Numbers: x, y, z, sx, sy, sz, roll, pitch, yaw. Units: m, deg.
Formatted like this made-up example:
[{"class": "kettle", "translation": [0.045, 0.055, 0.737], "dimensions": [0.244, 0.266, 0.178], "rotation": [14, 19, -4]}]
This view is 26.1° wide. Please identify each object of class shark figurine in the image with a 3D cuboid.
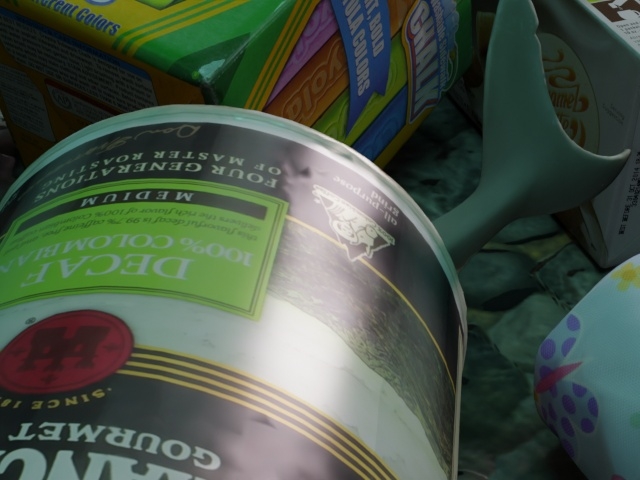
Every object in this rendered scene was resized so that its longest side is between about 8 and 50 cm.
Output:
[{"class": "shark figurine", "translation": [-0.001, 0.004, 0.605], "dimensions": [0.116, 0.278, 0.166], "rotation": [47, 62, -4]}]

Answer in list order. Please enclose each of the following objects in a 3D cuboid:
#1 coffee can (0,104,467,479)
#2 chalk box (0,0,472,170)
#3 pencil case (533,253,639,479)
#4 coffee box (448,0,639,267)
[{"class": "coffee can", "translation": [-0.056, 0.106, 0.443], "dimensions": [0.202, 0.201, 0.275], "rotation": [6, 32, 4]}, {"class": "chalk box", "translation": [-0.029, -0.145, 0.779], "dimensions": [0.180, 0.179, 0.289], "rotation": [24, 58, 26]}, {"class": "pencil case", "translation": [0.208, 0.115, 0.570], "dimensions": [0.124, 0.113, 0.273], "rotation": [-10, 39, -31]}, {"class": "coffee box", "translation": [0.159, -0.116, 0.844], "dimensions": [0.098, 0.141, 0.246], "rotation": [-11, 40, -19]}]
